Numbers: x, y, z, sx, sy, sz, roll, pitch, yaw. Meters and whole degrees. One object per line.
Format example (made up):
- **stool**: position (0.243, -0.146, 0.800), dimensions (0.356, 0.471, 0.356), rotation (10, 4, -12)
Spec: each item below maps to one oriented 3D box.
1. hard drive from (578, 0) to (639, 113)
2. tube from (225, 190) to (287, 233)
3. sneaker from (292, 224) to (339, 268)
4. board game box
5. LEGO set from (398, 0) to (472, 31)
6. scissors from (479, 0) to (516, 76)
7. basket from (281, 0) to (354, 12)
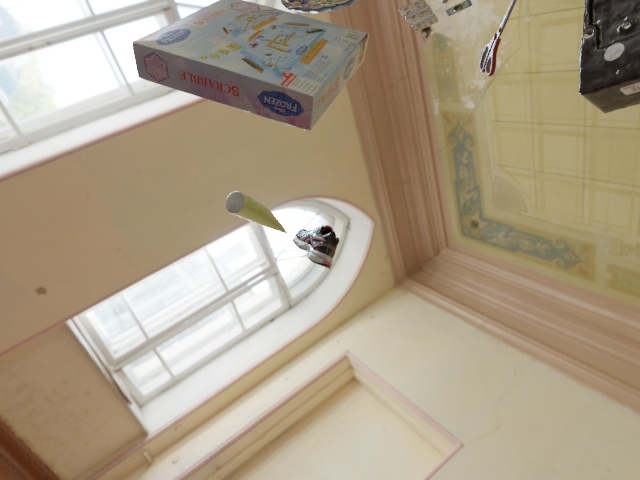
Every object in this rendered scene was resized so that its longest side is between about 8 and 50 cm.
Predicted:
- **hard drive**: position (0.370, -0.307, 0.379), dimensions (0.236, 0.064, 0.339), rotation (-7, -109, 56)
- **tube**: position (-0.171, -0.073, 1.215), dimensions (0.240, 0.062, 0.070), rotation (25, 64, -63)
- **sneaker**: position (0.000, 0.000, 0.942), dimensions (0.072, 0.077, 0.178), rotation (27, 6, -28)
- **board game box**: position (-0.106, -0.342, 0.792), dimensions (0.317, 0.319, 0.066), rotation (20, -45, 9)
- **LEGO set**: position (0.369, -0.726, 1.287), dimensions (0.244, 0.182, 0.060), rotation (-14, -93, 30)
- **scissors**: position (0.596, -0.698, 1.458), dimensions (0.297, 0.021, 0.109), rotation (90, -3, -48)
- **basket**: position (-0.008, -0.720, 1.162), dimensions (0.254, 0.289, 0.201), rotation (6, -73, 20)
